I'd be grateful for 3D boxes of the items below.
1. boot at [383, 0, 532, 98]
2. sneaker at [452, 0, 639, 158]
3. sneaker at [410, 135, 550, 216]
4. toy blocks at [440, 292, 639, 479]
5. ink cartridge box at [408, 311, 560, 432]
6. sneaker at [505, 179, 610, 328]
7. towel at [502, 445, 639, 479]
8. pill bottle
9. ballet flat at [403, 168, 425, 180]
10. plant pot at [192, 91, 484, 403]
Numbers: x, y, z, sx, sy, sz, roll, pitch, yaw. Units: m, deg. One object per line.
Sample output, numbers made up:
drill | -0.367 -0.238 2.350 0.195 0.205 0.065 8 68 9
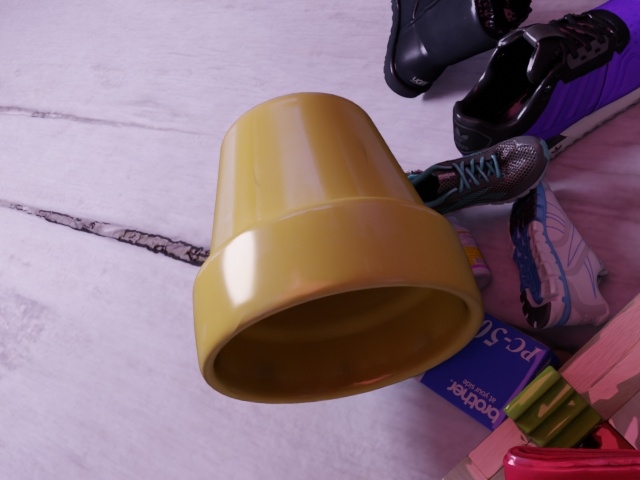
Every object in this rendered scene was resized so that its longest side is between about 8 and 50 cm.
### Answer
boot | 0.168 -0.311 0.837 0.207 0.094 0.246 -21 55 60
sneaker | 0.260 -0.187 0.732 0.293 0.146 0.102 -41 51 7
sneaker | 0.150 -0.060 0.710 0.166 0.076 0.065 -24 77 35
toy blocks | 0.277 0.198 0.517 0.381 0.191 0.261 -45 62 5
ink cartridge box | 0.129 0.107 0.721 0.207 0.046 0.097 30 84 39
sneaker | 0.241 0.014 0.698 0.083 0.071 0.190 10 49 -7
towel | 0.228 0.258 0.437 0.199 0.031 0.274 -6 98 20
pill bottle | 0.152 0.015 0.758 0.043 0.043 0.083 -30 52 16
ballet flat | 0.041 0.011 0.812 0.241 0.091 0.077 -50 17 -6
plant pot | 0.000 0.000 0.664 0.254 0.254 0.239 -24 57 20
